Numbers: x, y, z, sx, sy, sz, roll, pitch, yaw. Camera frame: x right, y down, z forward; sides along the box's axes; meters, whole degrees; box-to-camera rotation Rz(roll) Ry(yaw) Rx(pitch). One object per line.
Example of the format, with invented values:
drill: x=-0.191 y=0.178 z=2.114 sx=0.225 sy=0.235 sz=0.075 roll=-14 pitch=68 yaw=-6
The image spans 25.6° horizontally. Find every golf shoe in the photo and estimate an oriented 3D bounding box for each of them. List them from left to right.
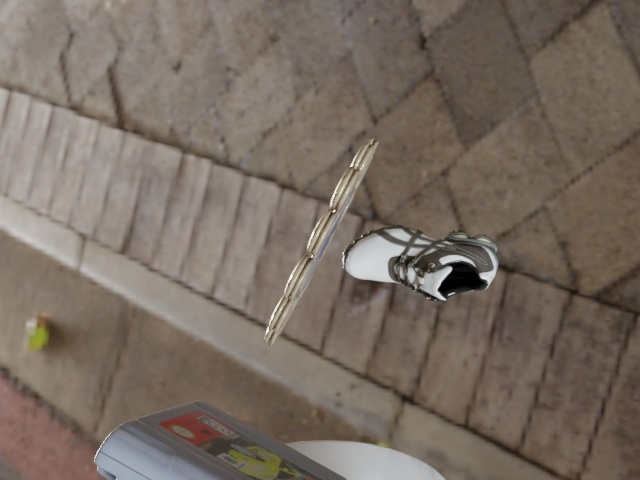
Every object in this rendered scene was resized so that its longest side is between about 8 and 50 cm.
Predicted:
golf shoe: x=0.123 y=0.031 z=1.763 sx=0.094 sy=0.198 sz=0.077 roll=-80 pitch=-15 yaw=-59

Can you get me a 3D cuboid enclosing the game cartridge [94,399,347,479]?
game cartridge: x=-0.071 y=0.219 z=1.274 sx=0.196 sy=0.294 sz=0.060 roll=31 pitch=94 yaw=9

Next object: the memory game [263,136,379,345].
memory game: x=0.000 y=0.000 z=1.117 sx=0.186 sy=0.012 sz=0.186 roll=-62 pitch=-2 yaw=-4

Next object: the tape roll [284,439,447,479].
tape roll: x=-0.010 y=0.394 z=1.773 sx=0.392 sy=0.392 sz=0.072 roll=-47 pitch=33 yaw=33
